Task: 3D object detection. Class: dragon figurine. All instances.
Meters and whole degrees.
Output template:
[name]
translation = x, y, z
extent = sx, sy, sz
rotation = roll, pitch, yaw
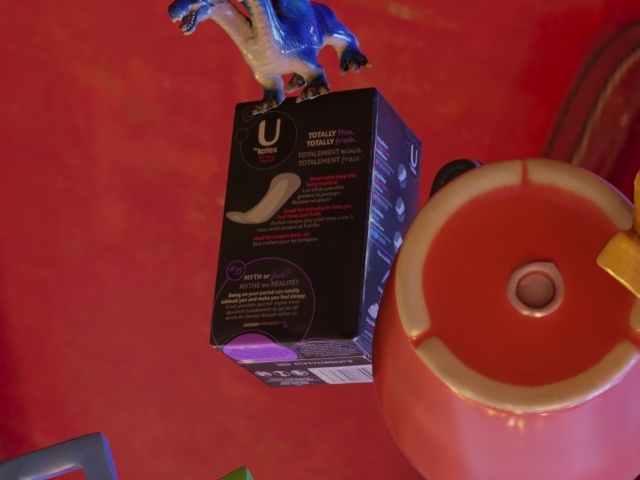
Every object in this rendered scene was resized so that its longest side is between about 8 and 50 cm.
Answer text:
[dragon figurine]
translation = -0.027, -0.198, 1.502
extent = 0.085, 0.289, 0.144
rotation = -12, 103, 29

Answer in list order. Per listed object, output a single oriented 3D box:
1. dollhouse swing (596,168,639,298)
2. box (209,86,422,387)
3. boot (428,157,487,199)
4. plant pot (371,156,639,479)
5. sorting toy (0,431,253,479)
[dollhouse swing]
translation = 0.434, -0.007, 1.103
extent = 0.315, 0.305, 0.347
rotation = 12, 121, -50
[box]
translation = 0.000, 0.000, 1.792
extent = 0.165, 0.270, 0.143
rotation = -4, 158, 23
[boot]
translation = 0.197, 0.027, 1.692
extent = 0.085, 0.178, 0.236
rotation = -12, 93, 44
[plant pot]
translation = 0.164, 0.065, 1.379
extent = 0.275, 0.275, 0.243
rotation = 14, 165, 10
[sorting toy]
translation = -0.093, 0.255, 0.816
extent = 0.196, 0.347, 0.047
rotation = -3, 161, 2
